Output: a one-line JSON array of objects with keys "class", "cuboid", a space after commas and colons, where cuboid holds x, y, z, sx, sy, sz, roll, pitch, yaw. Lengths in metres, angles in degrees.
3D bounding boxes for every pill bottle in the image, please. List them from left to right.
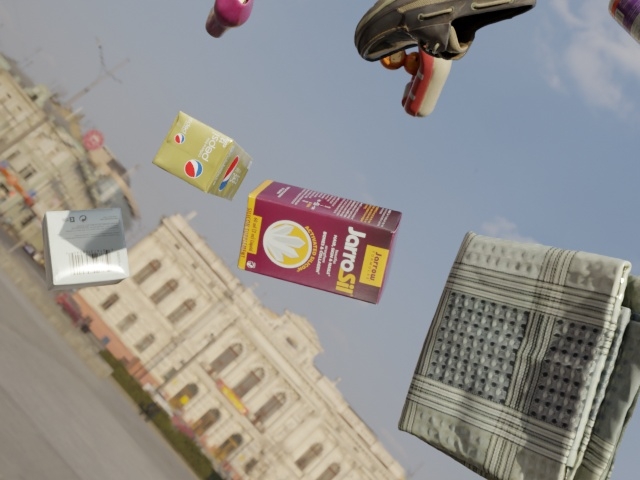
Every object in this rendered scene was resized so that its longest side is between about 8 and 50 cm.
[{"class": "pill bottle", "cuboid": [0.633, -0.400, 1.394, 0.193, 0.108, 0.108, 61, -8, 30]}]

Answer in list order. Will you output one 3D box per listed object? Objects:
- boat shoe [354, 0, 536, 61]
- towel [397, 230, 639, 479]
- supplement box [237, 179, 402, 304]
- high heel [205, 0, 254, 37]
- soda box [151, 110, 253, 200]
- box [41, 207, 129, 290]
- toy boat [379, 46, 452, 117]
[{"class": "boat shoe", "cuboid": [0.205, -0.378, 1.294, 0.355, 0.132, 0.130, -21, -101, 41]}, {"class": "towel", "cuboid": [0.252, 0.155, 0.962, 0.056, 0.312, 0.324, 24, -5, -39]}, {"class": "supplement box", "cuboid": [0.000, 0.000, 0.963, 0.188, 0.081, 0.104, 14, -68, 9]}, {"class": "high heel", "cuboid": [-0.126, -0.455, 1.244, 0.082, 0.244, 0.117, 28, -22, -25]}, {"class": "soda box", "cuboid": [-0.118, -0.083, 0.793, 0.061, 0.058, 0.181, 29, 0, 1]}, {"class": "box", "cuboid": [-0.324, 0.013, 1.039, 0.087, 0.101, 0.102, 156, -73, -64]}, {"class": "toy boat", "cuboid": [0.200, -0.384, 1.627, 0.151, 0.151, 0.231, 17, -37, 0]}]
